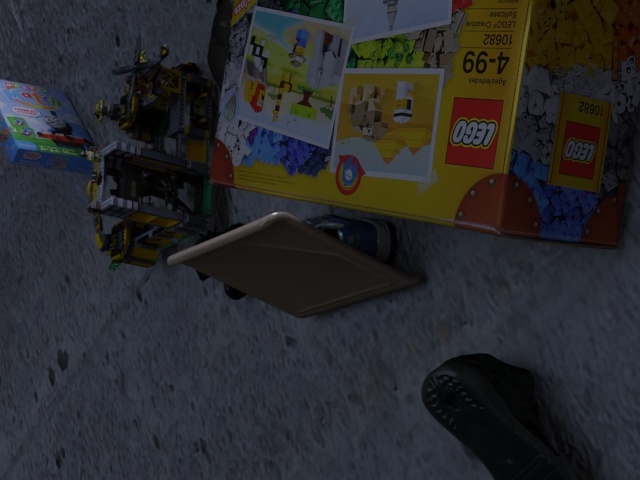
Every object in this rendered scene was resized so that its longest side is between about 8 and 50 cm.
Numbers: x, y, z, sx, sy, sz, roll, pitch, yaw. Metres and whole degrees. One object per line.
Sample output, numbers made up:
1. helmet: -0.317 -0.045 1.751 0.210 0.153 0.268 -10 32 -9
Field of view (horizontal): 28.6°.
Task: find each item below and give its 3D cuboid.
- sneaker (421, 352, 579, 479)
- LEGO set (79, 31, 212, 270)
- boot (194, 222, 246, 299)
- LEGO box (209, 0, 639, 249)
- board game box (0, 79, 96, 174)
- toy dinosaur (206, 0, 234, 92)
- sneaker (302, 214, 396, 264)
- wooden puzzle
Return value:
1. sneaker: 0.214 0.208 1.329 0.227 0.130 0.087 47 121 10
2. LEGO set: -0.291 -0.126 1.868 0.255 0.192 0.331 -9 72 53
3. boot: -0.144 0.036 1.813 0.099 0.045 0.121 -21 62 46
4. LEGO box: 0.110 -0.210 1.409 0.500 0.193 0.372 11 94 51
5. board game box: -0.486 -0.199 2.173 0.039 0.160 0.211 -60 45 27
6. toy dinosaur: -0.107 -0.281 1.768 0.160 0.121 0.313 33 135 46
7. sneaker: 0.000 0.000 1.609 0.211 0.081 0.080 -9 79 50
8. wooden puzzle: -0.033 0.028 1.526 0.221 0.239 0.044 -20 56 48
